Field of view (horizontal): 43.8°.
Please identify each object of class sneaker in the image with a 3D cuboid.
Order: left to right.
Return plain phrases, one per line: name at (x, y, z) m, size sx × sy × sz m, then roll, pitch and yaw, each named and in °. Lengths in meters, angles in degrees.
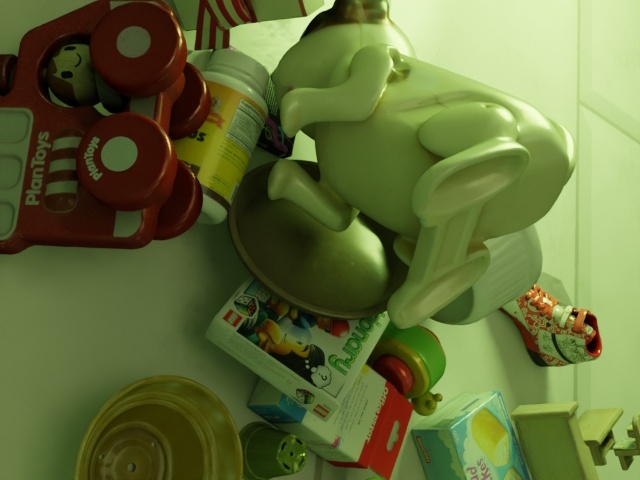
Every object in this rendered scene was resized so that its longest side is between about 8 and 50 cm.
sneaker at (0.421, 0.124, 1.483) m, size 0.270 × 0.145 × 0.090 m, roll 55°, pitch 51°, yaw -18°

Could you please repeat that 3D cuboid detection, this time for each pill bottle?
pill bottle at (-0.143, -0.138, 1.044) m, size 0.117 × 0.117 × 0.215 m, roll 30°, pitch 72°, yaw -33°

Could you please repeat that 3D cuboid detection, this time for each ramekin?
ramekin at (0.197, 0.011, 1.244) m, size 0.127 × 0.273 × 0.273 m, roll -36°, pitch 105°, yaw -26°

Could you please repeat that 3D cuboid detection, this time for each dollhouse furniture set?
dollhouse furniture set at (0.455, 0.330, 1.404) m, size 0.242 × 0.212 × 0.161 m, roll -22°, pitch 95°, yaw -50°

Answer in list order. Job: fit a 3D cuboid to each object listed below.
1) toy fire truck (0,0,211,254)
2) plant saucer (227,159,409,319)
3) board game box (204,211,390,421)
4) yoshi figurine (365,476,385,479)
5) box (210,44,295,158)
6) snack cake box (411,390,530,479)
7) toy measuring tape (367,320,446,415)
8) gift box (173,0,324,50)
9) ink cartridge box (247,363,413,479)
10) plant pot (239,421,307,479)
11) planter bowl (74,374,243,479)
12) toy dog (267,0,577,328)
toy fire truck at (-0.267, -0.132, 0.897) m, size 0.254 × 0.169 × 0.302 m, roll 2°, pitch 77°, yaw 4°
plant saucer at (0.000, 0.000, 1.104) m, size 0.278 × 0.041 × 0.278 m, roll 15°, pitch 46°, yaw -16°
board game box at (0.001, 0.079, 1.103) m, size 0.193 × 0.053 × 0.305 m, roll 35°, pitch 44°, yaw 2°
yoshi figurine at (0.158, 0.498, 1.110) m, size 0.362 × 0.203 × 0.203 m, roll 51°, pitch 57°, yaw -14°
box at (-0.099, -0.205, 1.178) m, size 0.162 × 0.029 × 0.116 m, roll 25°, pitch 66°, yaw -34°
snack cake box at (0.266, 0.402, 1.324) m, size 0.152 × 0.089 × 0.264 m, roll -23°, pitch 96°, yaw -43°
toy measuring tape at (0.109, 0.132, 1.229) m, size 0.121 × 0.121 × 0.330 m, roll -38°, pitch 106°, yaw -40°
gift box at (-0.100, -0.422, 1.087) m, size 0.258 × 0.276 × 0.255 m, roll -47°, pitch 125°, yaw -41°
ink cartridge box at (0.022, 0.238, 1.152) m, size 0.231 × 0.078 × 0.134 m, roll 41°, pitch 56°, yaw -26°
plant pot at (-0.061, 0.286, 1.069) m, size 0.083 × 0.079 × 0.083 m, roll 10°, pitch 75°, yaw -39°
planter bowl at (-0.205, 0.270, 0.938) m, size 0.217 × 0.090 × 0.217 m, roll 11°, pitch 73°, yaw -40°
toy dog at (0.106, -0.165, 1.059) m, size 0.395 × 0.284 × 0.408 m, roll -32°, pitch 59°, yaw -18°
